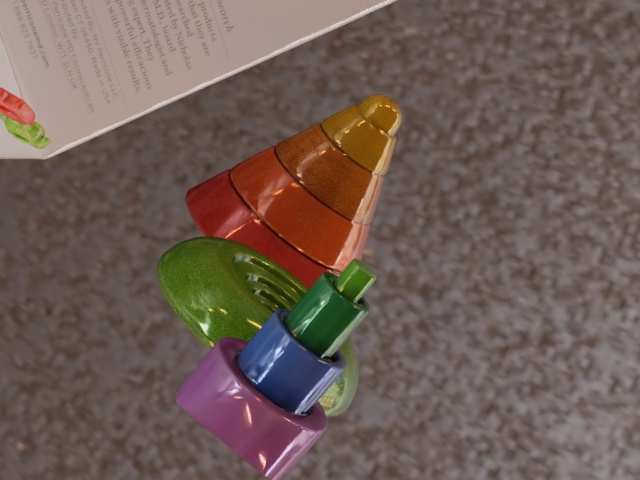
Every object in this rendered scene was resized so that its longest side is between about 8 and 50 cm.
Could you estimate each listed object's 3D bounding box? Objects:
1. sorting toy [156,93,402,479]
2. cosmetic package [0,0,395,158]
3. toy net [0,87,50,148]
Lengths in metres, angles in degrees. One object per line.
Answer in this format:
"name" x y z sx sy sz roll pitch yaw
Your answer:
"sorting toy" 0.000 0.000 1.018 0.127 0.365 0.126 37 104 -9
"cosmetic package" -0.154 -0.230 1.793 0.453 0.230 0.161 -28 108 -33
"toy net" -0.275 -0.113 1.323 0.045 0.122 0.232 -63 159 -13
